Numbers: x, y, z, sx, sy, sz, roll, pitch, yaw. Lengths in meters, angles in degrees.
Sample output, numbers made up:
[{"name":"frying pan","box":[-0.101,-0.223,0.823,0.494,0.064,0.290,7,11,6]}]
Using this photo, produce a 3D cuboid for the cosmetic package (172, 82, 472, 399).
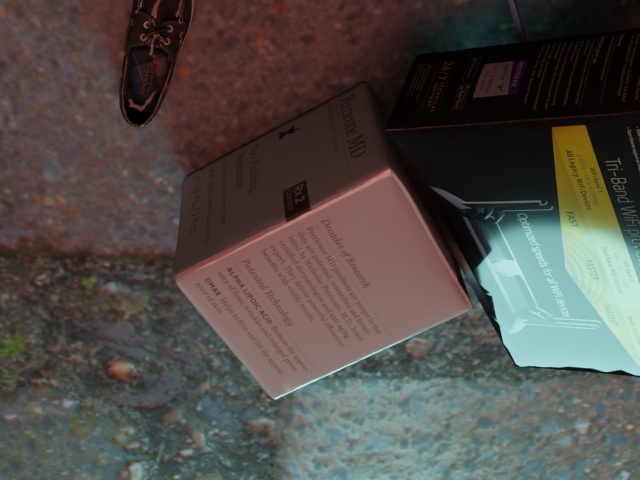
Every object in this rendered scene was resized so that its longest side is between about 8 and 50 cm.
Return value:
[{"name":"cosmetic package","box":[0.000,0.000,0.747,0.184,0.151,0.151,-27,122,12]}]

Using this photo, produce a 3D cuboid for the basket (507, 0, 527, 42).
[{"name":"basket","box":[0.245,-0.224,0.585,0.289,0.201,0.255,-20,128,16]}]

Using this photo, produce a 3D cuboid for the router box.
[{"name":"router box","box":[0.219,-0.010,0.671,0.243,0.081,0.309,1,142,33]}]

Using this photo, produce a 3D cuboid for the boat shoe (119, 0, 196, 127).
[{"name":"boat shoe","box":[-0.124,-0.151,0.697,0.049,0.040,0.142,11,123,-12]}]
